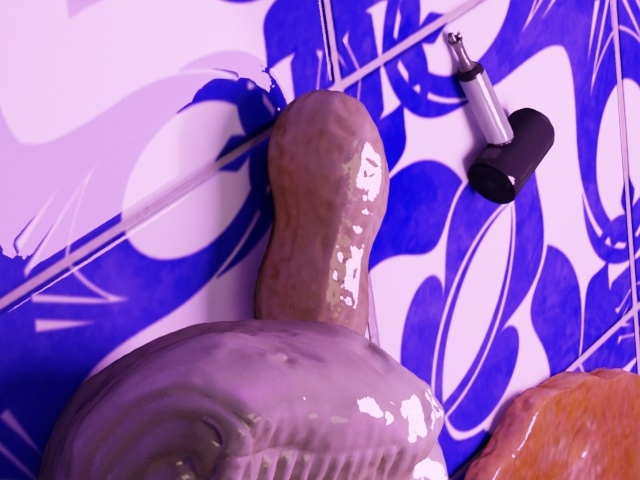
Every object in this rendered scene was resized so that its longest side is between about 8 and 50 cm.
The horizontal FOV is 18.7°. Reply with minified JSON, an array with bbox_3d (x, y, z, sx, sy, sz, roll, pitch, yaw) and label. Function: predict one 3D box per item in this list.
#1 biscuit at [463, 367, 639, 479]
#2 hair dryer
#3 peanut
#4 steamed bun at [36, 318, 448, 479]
[{"bbox_3d":[0.262,0.331,2.226,0.385,0.062,0.365,-20,114,-49],"label":"biscuit"},{"bbox_3d":[0.173,-0.139,1.979,0.100,0.057,0.197,-54,133,-31],"label":"hair dryer"},{"bbox_3d":[0.000,0.000,1.741,0.125,0.111,0.274,-20,120,-66],"label":"peanut"},{"bbox_3d":[-0.084,0.209,1.582,0.352,0.247,0.339,3,115,-46],"label":"steamed bun"}]
